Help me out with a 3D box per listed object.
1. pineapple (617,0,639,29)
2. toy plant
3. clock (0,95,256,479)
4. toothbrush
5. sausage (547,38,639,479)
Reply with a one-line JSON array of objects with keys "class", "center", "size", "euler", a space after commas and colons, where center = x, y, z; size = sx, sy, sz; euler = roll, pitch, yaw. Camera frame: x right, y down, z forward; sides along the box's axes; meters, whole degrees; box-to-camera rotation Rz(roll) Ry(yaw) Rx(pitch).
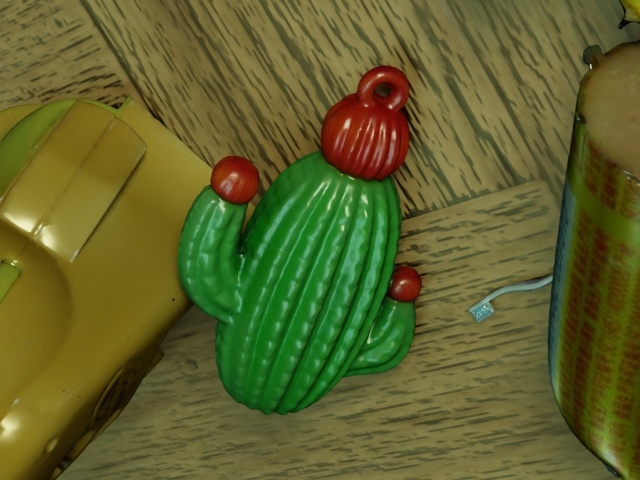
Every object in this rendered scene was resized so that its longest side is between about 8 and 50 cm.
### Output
[{"class": "pineapple", "center": [0.214, -0.176, 0.706], "size": [0.225, 0.076, 0.225], "euler": [12, 130, 15]}, {"class": "toy plant", "center": [-0.013, 0.007, 0.968], "size": [0.155, 0.088, 0.240], "euler": [-11, 128, -5]}, {"class": "clock", "center": [-0.210, 0.069, 1.005], "size": [0.200, 0.317, 0.244], "euler": [34, 134, -2]}, {"class": "toothbrush", "center": [0.138, 0.022, 0.952], "size": [0.131, 0.011, 0.013], "euler": [-32, 89, 44]}, {"class": "sausage", "center": [0.188, 0.041, 0.849], "size": [0.125, 0.117, 0.317], "euler": [46, 153, 36]}]
